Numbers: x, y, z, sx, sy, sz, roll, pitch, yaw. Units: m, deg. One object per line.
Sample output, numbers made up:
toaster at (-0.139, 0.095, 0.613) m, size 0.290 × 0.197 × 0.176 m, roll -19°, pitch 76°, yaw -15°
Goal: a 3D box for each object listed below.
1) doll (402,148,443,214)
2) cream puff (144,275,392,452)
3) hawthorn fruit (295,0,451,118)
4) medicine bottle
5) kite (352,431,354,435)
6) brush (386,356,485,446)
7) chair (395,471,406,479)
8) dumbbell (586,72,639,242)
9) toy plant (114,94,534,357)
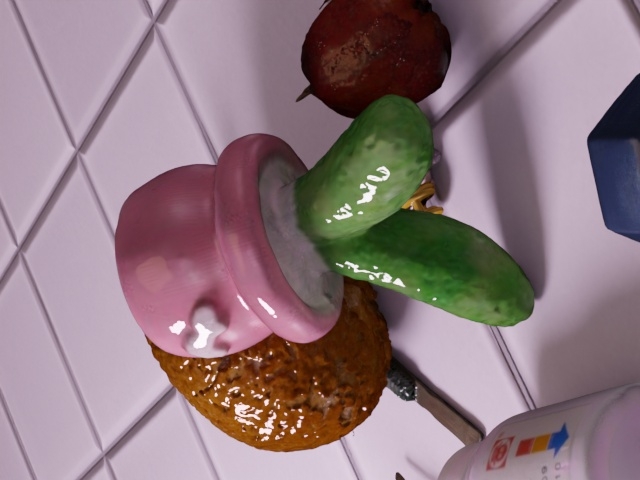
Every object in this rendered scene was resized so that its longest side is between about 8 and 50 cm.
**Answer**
doll at (0.089, -0.080, 1.653) m, size 0.084 × 0.073 × 0.127 m, roll -33°, pitch 79°, yaw 25°
cream puff at (-0.046, 0.090, 1.761) m, size 0.212 × 0.303 × 0.303 m, roll -49°, pitch 59°, yaw 25°
hawthorn fruit at (0.046, -0.187, 1.563) m, size 0.172 × 0.148 × 0.148 m, roll -37°, pitch 68°, yaw 18°
medicine bottle at (0.235, 0.235, 1.461) m, size 0.293 × 0.170 × 0.170 m, roll -27°, pitch 81°, yaw 59°
kite at (-0.093, 0.140, 1.925) m, size 0.335 × 0.314 × 0.011 m, roll 35°, pitch 105°, yaw -4°
brush at (0.117, 0.184, 1.770) m, size 0.190 × 0.028 × 0.034 m, roll 39°, pitch 138°, yaw 43°
chair at (0.126, 0.370, 1.780) m, size 0.221 × 0.095 × 0.104 m, roll 29°, pitch 140°, yaw 49°
dumbbell at (0.352, -0.056, 1.148) m, size 0.325 × 0.160 × 0.144 m, roll 7°, pitch 82°, yaw 58°
toy plant at (-0.005, 0.004, 1.541) m, size 0.210 × 0.356 × 0.317 m, roll -93°, pitch -23°, yaw -46°
